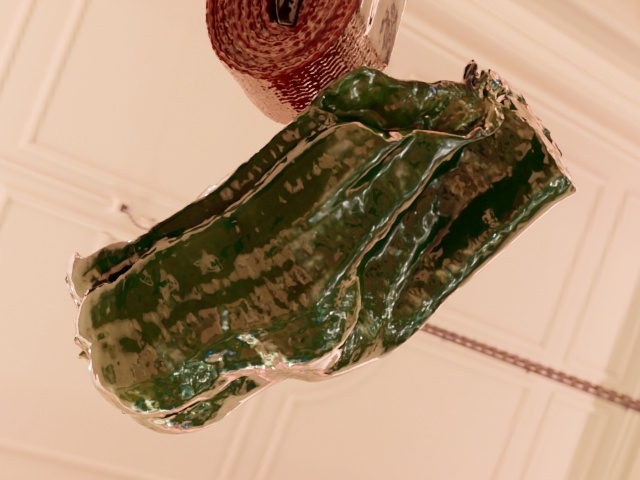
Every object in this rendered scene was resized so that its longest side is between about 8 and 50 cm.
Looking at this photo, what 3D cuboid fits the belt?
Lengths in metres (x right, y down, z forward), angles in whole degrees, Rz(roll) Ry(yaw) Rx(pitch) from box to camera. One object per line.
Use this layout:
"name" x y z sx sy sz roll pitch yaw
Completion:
"belt" -0.004 -0.189 0.925 0.124 0.128 0.201 50 -126 -65

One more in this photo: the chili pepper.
"chili pepper" 0.004 0.008 0.854 0.385 0.213 0.167 -29 -99 0
